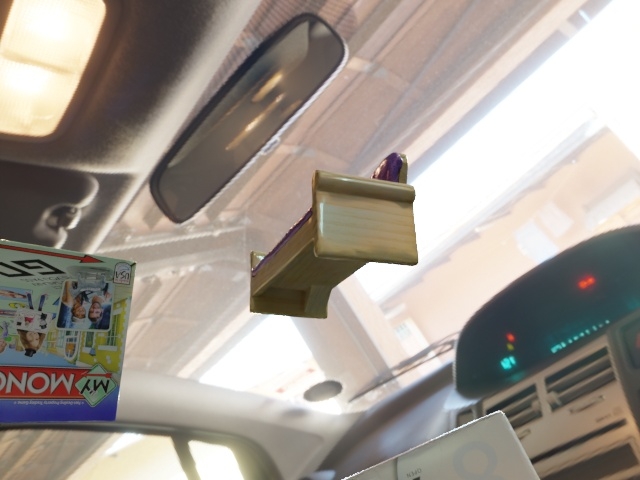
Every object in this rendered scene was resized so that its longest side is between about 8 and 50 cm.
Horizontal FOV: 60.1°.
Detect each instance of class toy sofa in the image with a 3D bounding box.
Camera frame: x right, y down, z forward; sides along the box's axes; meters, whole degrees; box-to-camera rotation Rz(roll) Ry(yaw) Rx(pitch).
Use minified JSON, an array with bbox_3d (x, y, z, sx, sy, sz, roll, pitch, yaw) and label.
[{"bbox_3d":[0.000,0.000,0.872,0.150,0.177,0.362,6,-21,-20],"label":"toy sofa"}]

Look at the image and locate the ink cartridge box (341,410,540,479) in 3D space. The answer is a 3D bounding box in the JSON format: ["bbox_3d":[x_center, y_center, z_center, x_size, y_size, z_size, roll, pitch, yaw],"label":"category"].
[{"bbox_3d":[0.198,0.475,0.744,0.308,0.385,0.091,-25,-32,3],"label":"ink cartridge box"}]

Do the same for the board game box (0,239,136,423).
[{"bbox_3d":[-0.395,0.106,0.659,0.317,0.214,0.046,12,-16,-35],"label":"board game box"}]
